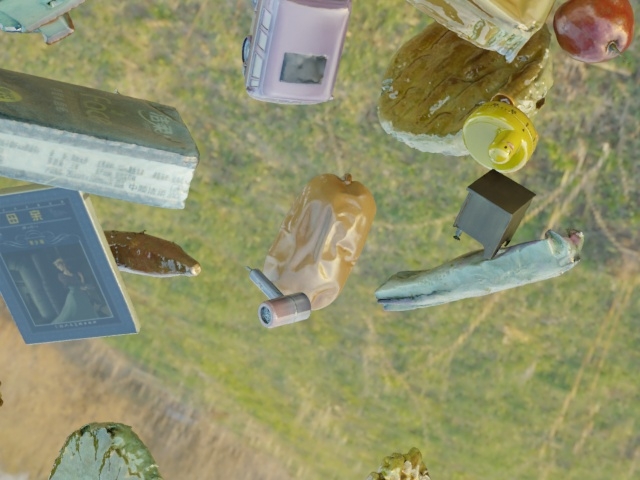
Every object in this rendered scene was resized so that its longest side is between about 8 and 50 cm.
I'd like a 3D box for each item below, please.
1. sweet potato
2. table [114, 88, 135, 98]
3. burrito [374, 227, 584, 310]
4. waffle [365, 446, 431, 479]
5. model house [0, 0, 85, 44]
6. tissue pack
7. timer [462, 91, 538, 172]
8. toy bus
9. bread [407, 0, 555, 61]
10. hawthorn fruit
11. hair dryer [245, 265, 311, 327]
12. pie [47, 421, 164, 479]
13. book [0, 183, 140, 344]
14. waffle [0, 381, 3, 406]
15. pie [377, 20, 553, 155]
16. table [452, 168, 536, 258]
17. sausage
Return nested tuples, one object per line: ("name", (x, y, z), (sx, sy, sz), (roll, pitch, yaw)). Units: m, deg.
("sweet potato", (-0.306, 0.014, 1.614), (0.314, 0.072, 0.066), (10, 180, 25))
("table", (-0.329, -0.205, 1.799), (0.079, 0.062, 0.083), (25, -155, -42))
("burrito", (0.220, 0.046, 1.469), (0.309, 0.066, 0.096), (-18, 171, 29))
("waffle", (0.111, 0.532, 2.020), (0.058, 0.281, 0.300), (30, 155, 28))
("model house", (-0.296, -0.278, 1.100), (0.119, 0.148, 0.148), (64, -178, 19))
("tissue pack", (-0.282, -0.120, 1.192), (0.257, 0.081, 0.185), (10, -157, -23))
("timer", (0.248, -0.140, 1.470), (0.107, 0.109, 0.107), (28, 146, 21))
("toy bus", (-0.041, -0.305, 1.608), (0.142, 0.202, 0.142), (1, -146, -20))
("bread", (0.190, -0.354, 1.383), (0.241, 0.136, 0.107), (32, 160, -12))
("hawthorn fruit", (0.431, -0.336, 1.636), (0.125, 0.125, 0.140), (27, -159, -11))
("hair dryer", (-0.070, 0.068, 1.375), (0.063, 0.037, 0.114), (-11, -138, -39))
("pie", (-0.340, 0.428, 1.657), (0.306, 0.306, 0.071), (10, 177, 40))
("book", (-0.392, 0.037, 1.527), (0.191, 0.025, 0.269), (-7, 124, 12))
("waffle", (-0.667, 0.319, 1.827), (0.059, 0.237, 0.243), (1, 177, 43))
("pie", (0.247, -0.276, 1.772), (0.339, 0.339, 0.083), (8, 150, 43))
("table", (0.226, -0.033, 1.392), (0.070, 0.083, 0.082), (33, 125, 18))
("sausage", (0.001, 0.000, 1.751), (0.136, 0.241, 0.120), (30, 179, -34))
